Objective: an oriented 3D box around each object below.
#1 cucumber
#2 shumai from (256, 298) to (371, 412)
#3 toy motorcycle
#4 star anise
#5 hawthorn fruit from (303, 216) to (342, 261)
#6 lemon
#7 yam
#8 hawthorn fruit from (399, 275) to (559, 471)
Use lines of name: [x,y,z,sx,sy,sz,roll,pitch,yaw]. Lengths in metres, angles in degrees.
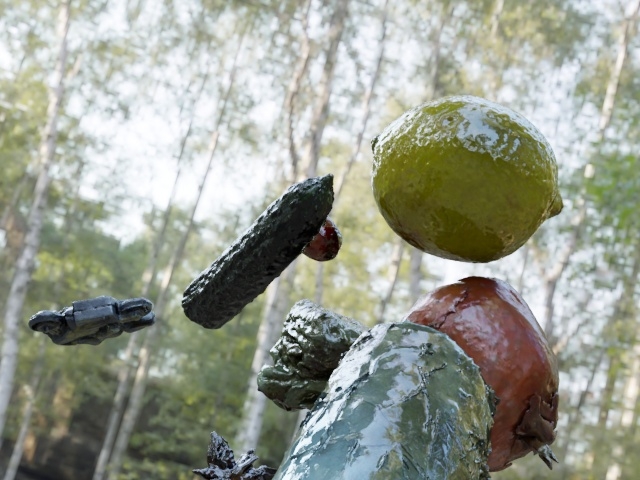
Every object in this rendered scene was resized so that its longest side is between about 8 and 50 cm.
cucumber: [-0.068,0.013,1.289,0.072,0.072,0.300,22,-40,-23]
shumai: [0.003,0.232,2.073,0.189,0.218,0.256,33,-4,-13]
toy motorcycle: [-0.356,0.130,1.759,0.193,0.061,0.124,-8,-24,-11]
star anise: [-0.169,0.439,2.147,0.212,0.157,0.053,2,-51,-13]
hawthorn fruit: [-0.002,-0.004,1.685,0.077,0.077,0.077,15,-14,4]
lemon: [0.208,-0.087,1.622,0.267,0.267,0.267,15,-14,4]
yam: [0.069,0.271,1.305,0.241,0.348,0.241,12,-51,16]
hawthorn fruit: [0.226,0.215,1.585,0.307,0.276,0.276,49,5,31]
